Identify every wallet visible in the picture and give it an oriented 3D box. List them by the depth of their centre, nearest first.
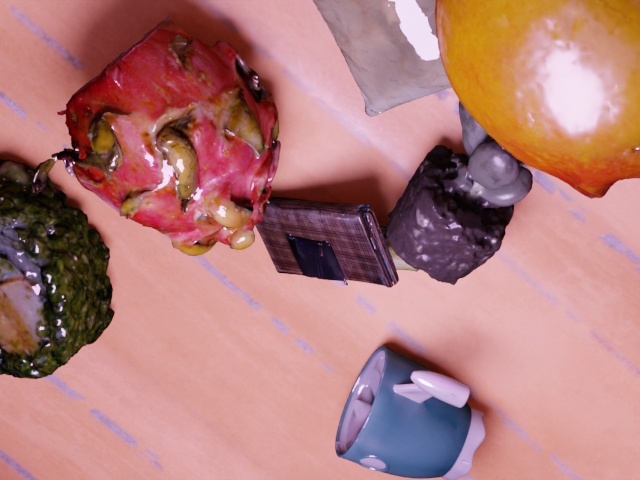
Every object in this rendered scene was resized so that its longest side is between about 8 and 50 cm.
[{"bbox_3d":[0.000,0.000,1.919,0.230,0.042,0.124,4,125,46],"label":"wallet"}]

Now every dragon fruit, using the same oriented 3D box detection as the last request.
[{"bbox_3d":[-0.177,-0.111,1.840,0.250,0.269,0.291,-26,106,37],"label":"dragon fruit"}]

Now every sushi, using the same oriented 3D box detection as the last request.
[{"bbox_3d":[-0.477,0.029,2.046,0.352,0.178,0.294,11,119,14],"label":"sushi"}]

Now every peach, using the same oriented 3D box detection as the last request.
[{"bbox_3d":[0.305,-0.234,1.590,0.373,0.372,0.290,30,166,-2],"label":"peach"}]

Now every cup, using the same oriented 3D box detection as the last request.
[{"bbox_3d":[0.131,0.254,2.020,0.173,0.167,0.299,23,150,-9],"label":"cup"}]

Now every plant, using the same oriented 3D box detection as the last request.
[{"bbox_3d":[0.198,-0.080,1.816,0.146,0.149,0.274,18,126,-17],"label":"plant"}]

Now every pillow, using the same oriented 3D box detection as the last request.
[{"bbox_3d":[0.069,-0.302,1.760,0.185,0.075,0.302,-15,115,32],"label":"pillow"}]

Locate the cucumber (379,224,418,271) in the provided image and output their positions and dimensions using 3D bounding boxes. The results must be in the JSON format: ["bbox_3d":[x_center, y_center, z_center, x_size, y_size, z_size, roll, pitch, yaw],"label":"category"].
[{"bbox_3d":[0.085,0.003,1.956,0.108,0.035,0.067,8,132,17],"label":"cucumber"}]
